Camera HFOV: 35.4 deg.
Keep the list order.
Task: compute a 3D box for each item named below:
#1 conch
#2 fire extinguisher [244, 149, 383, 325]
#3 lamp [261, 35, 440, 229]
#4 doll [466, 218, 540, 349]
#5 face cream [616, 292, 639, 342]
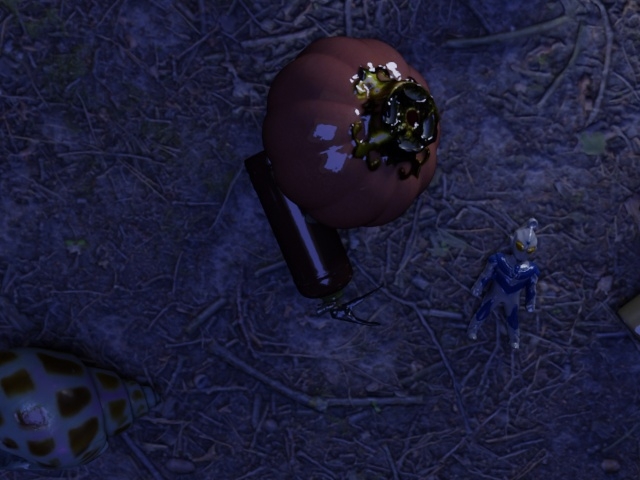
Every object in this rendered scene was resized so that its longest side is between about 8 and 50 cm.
[{"bbox_3d":[-0.465,0.290,1.681,0.367,0.197,0.249,17,137,-7],"label":"conch"},{"bbox_3d":[0.000,0.000,1.664,0.138,0.102,0.344,-23,99,2],"label":"fire extinguisher"},{"bbox_3d":[0.062,-0.167,1.535,0.305,0.239,0.306,5,82,-38],"label":"lamp"},{"bbox_3d":[0.318,0.069,1.697,0.113,0.057,0.228,14,102,2],"label":"doll"},{"bbox_3d":[0.653,0.046,1.669,0.341,0.137,0.084,-40,54,9],"label":"face cream"}]
